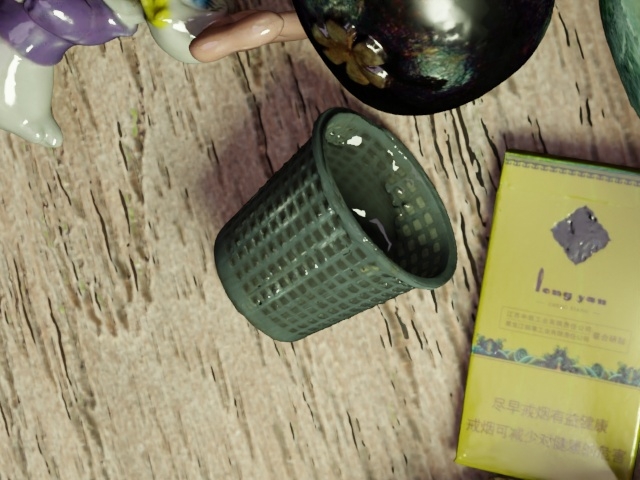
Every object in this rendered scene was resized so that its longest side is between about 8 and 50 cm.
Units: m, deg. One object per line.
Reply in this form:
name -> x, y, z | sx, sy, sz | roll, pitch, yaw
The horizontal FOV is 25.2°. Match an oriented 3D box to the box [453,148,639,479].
box -> 0.209, 0.071, 1.214 | 0.153, 0.041, 0.279 | 11, 98, 16

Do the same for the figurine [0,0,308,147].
figurine -> -0.221, -0.185, 1.258 | 0.420, 0.154, 0.193 | -13, 97, 19

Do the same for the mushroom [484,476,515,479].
mushroom -> 0.155, 0.293, 1.196 | 0.204, 0.204, 0.204 | 2, 96, 16

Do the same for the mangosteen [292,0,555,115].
mangosteen -> 0.087, -0.227, 1.142 | 0.243, 0.243, 0.243 | 2, 96, 16

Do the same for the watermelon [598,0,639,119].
watermelon -> 0.357, -0.145, 1.065 | 0.258, 0.228, 0.387 | -30, 80, 14

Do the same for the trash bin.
trash bin -> 0.000, 0.000, 1.212 | 0.161, 0.175, 0.175 | -33, 86, 26
